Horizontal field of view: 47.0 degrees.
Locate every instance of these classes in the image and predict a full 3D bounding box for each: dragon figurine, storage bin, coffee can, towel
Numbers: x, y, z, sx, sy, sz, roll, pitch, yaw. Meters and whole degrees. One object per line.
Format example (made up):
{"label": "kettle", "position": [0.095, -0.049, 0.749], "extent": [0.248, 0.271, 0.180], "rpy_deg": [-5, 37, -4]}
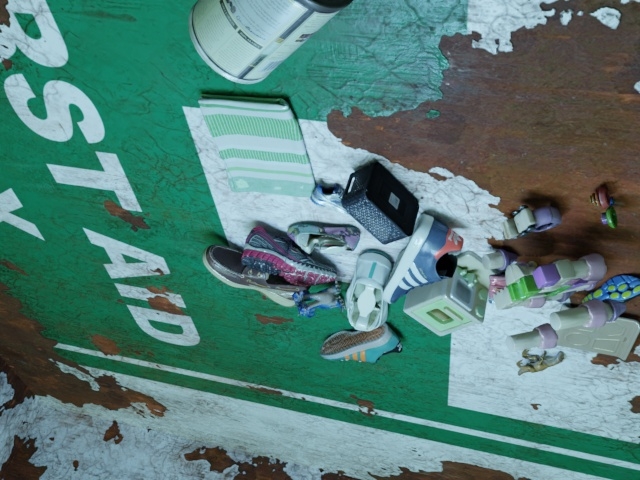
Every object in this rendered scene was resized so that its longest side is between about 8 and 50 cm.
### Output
{"label": "dragon figurine", "position": [-0.004, 0.180, 2.197], "extent": [0.144, 0.085, 0.289], "rpy_deg": [-14, 171, 5]}
{"label": "storage bin", "position": [0.149, -0.089, 1.807], "extent": [0.180, 0.122, 0.084], "rpy_deg": [40, 140, -26]}
{"label": "coffee can", "position": [-0.095, -0.447, 1.377], "extent": [0.202, 0.201, 0.275], "rpy_deg": [36, 141, -22]}
{"label": "towel", "position": [-0.154, -0.229, 1.838], "extent": [0.248, 0.038, 0.324], "rpy_deg": [6, 142, 17]}

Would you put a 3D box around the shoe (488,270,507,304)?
{"label": "shoe", "position": [0.532, 0.122, 1.960], "extent": [0.178, 0.081, 0.063], "rpy_deg": [-5, -172, -9]}

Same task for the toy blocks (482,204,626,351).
{"label": "toy blocks", "position": [0.590, 0.087, 1.802], "extent": [0.260, 0.308, 0.288], "rpy_deg": [-9, 162, -17]}

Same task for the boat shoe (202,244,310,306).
{"label": "boat shoe", "position": [-0.184, 0.087, 2.212], "extent": [0.342, 0.123, 0.123], "rpy_deg": [28, 135, -19]}

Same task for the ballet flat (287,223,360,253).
{"label": "ballet flat", "position": [0.000, 0.000, 2.034], "extent": [0.222, 0.079, 0.077], "rpy_deg": [3, 142, 22]}

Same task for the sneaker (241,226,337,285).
{"label": "sneaker", "position": [-0.078, 0.051, 2.125], "extent": [0.299, 0.112, 0.121], "rpy_deg": [22, 152, -27]}

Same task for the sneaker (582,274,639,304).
{"label": "sneaker", "position": [0.760, 0.144, 1.896], "extent": [0.078, 0.067, 0.188], "rpy_deg": [10, 148, -25]}

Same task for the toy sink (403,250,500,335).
{"label": "toy sink", "position": [0.367, 0.154, 2.021], "extent": [0.153, 0.131, 0.234], "rpy_deg": [35, 141, -22]}

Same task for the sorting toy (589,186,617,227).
{"label": "sorting toy", "position": [0.634, -0.074, 1.656], "extent": [0.042, 0.061, 0.102], "rpy_deg": [-11, 112, 36]}

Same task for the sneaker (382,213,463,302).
{"label": "sneaker", "position": [0.275, 0.081, 1.967], "extent": [0.148, 0.131, 0.350], "rpy_deg": [24, 144, 2]}

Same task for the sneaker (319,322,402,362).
{"label": "sneaker", "position": [0.133, 0.360, 2.425], "extent": [0.302, 0.108, 0.121], "rpy_deg": [-19, 126, 39]}

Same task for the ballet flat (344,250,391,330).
{"label": "ballet flat", "position": [0.133, 0.187, 2.178], "extent": [0.139, 0.139, 0.400], "rpy_deg": [14, 145, 8]}

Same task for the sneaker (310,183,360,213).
{"label": "sneaker", "position": [0.045, -0.110, 1.891], "extent": [0.135, 0.052, 0.058], "rpy_deg": [12, 127, -9]}

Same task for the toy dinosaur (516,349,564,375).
{"label": "toy dinosaur", "position": [0.648, 0.388, 2.261], "extent": [0.112, 0.064, 0.211], "rpy_deg": [33, 143, -20]}

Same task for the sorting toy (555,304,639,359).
{"label": "sorting toy", "position": [0.765, 0.252, 2.054], "extent": [0.208, 0.038, 0.193], "rpy_deg": [13, 144, 16]}
